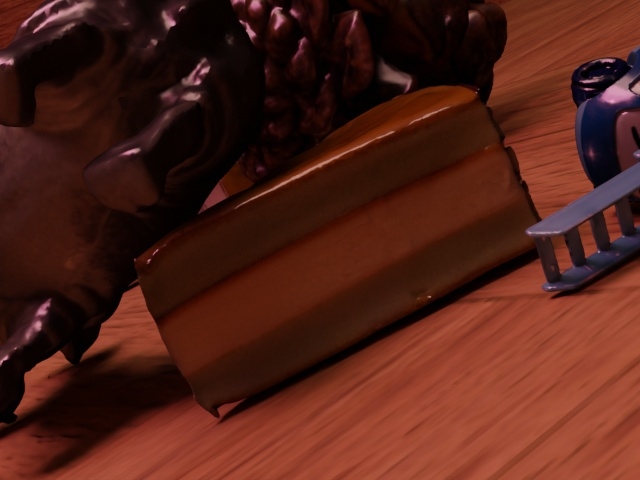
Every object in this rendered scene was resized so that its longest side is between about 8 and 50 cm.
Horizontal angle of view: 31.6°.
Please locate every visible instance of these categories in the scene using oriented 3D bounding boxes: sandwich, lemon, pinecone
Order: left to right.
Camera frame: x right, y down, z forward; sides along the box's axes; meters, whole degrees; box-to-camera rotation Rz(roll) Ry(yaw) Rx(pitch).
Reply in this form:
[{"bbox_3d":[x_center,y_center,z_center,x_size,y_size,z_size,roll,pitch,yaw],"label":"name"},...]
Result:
[{"bbox_3d":[-0.090,-0.085,1.203,0.082,0.082,0.110,-26,14,-2],"label":"lemon"},{"bbox_3d":[0.000,0.000,0.506,0.163,0.079,0.113,-28,10,-8],"label":"sandwich"},{"bbox_3d":[0.025,-0.152,0.861,0.244,0.244,0.309,-17,1,43],"label":"pinecone"}]

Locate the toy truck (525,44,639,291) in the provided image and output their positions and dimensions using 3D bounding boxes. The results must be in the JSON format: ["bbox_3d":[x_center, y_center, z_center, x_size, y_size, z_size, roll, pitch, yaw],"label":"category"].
[{"bbox_3d":[0.123,-0.033,0.443,0.136,0.063,0.074,-31,30,-13],"label":"toy truck"}]

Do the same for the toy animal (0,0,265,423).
[{"bbox_3d":[-0.141,0.007,0.554,0.168,0.106,0.343,-51,2,-40],"label":"toy animal"}]

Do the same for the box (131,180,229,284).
[{"bbox_3d":[-0.259,0.042,1.008,0.353,0.069,0.214,-26,9,-17],"label":"box"}]
